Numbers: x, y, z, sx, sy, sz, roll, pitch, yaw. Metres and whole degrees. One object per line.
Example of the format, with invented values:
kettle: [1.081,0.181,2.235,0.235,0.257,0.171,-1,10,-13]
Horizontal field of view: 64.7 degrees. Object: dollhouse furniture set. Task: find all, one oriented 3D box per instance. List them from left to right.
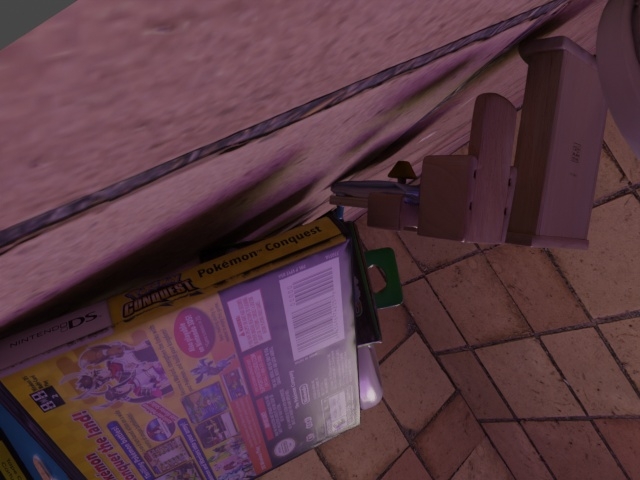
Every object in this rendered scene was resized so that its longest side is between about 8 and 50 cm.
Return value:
dollhouse furniture set: [0.129,-0.109,0.596,0.286,0.198,0.303,3,-175,-42]

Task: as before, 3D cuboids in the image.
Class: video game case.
video game case: [-0.083,0.130,0.426,0.248,0.035,0.275,-21,134,-17]

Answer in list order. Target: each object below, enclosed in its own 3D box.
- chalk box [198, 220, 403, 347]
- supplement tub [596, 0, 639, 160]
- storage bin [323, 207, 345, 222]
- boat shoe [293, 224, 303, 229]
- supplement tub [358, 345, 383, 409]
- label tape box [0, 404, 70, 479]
chalk box: [-0.016,0.060,0.566,0.212,0.133,0.132,-11,174,-12]
supplement tub: [0.347,-0.156,0.247,0.241,0.241,0.331,-32,178,-22]
storage bin: [0.000,0.000,1.113,0.090,0.098,0.135,-22,175,-16]
boat shoe: [-0.069,0.163,0.959,0.367,0.156,0.136,-57,166,8]
supplement tub: [-0.086,0.168,0.773,0.324,0.236,0.235,-15,180,5]
label tape box: [-0.308,0.279,0.395,0.115,0.249,0.347,-33,179,-9]
